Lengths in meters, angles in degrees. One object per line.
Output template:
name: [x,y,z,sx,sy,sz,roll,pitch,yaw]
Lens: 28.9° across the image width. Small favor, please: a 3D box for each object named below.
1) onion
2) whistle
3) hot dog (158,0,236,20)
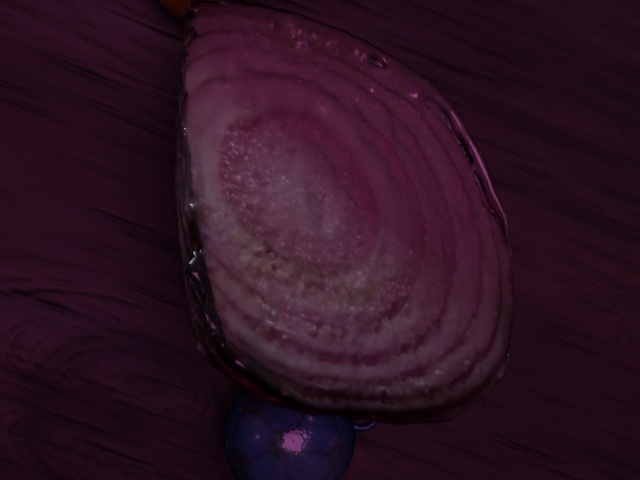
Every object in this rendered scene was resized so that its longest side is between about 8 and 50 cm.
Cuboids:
onion: [0.000,0.000,0.765,0.247,0.111,0.250,14,60,-35]
whistle: [-0.037,0.129,0.771,0.158,0.090,0.090,-18,92,2]
hot dog: [-0.008,-0.248,0.743,0.257,0.153,0.150,-38,94,-8]
